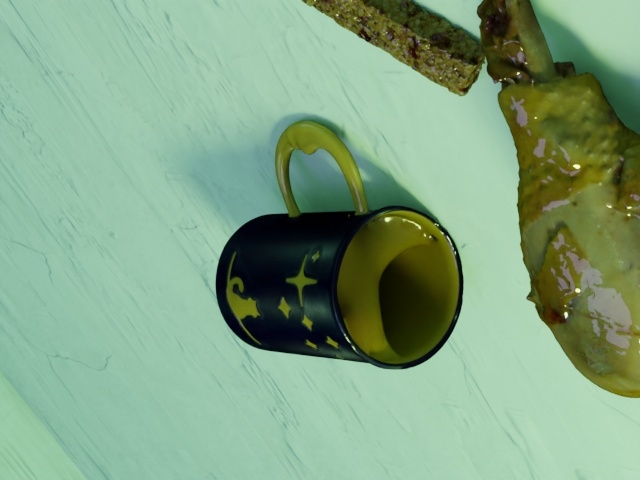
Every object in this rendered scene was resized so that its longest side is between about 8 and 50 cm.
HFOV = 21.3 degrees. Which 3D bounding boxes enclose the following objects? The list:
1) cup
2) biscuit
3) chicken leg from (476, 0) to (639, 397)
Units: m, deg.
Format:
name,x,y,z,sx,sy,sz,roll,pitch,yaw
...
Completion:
name,x,y,z,sx,sy,sz,roll,pitch,yaw
cup,0.016,0.008,1.913,0.178,0.255,0.256,12,174,-36
biscuit,0.065,-0.206,1.608,0.199,0.034,0.064,34,152,13
chicken leg,0.276,-0.057,1.480,0.295,0.182,0.409,-16,104,48
